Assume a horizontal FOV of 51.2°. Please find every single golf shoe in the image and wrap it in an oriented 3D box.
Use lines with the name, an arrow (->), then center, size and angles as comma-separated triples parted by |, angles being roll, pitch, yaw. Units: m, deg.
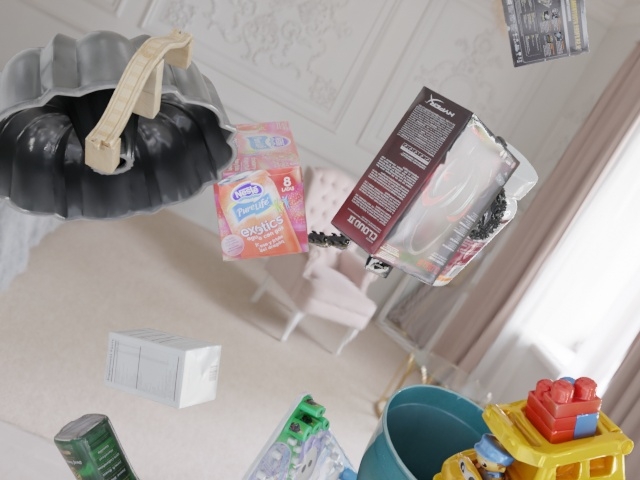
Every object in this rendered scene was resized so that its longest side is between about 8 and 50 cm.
golf shoe -> 0.304, -0.098, 1.262 | 0.077, 0.198, 0.094 | 9, 3, -16

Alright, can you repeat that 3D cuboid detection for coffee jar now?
coffee jar -> -0.354, 0.379, 1.090 | 0.096, 0.184, 0.079 | -12, 17, 41

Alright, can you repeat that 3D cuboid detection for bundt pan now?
bundt pan -> -0.279, -0.151, 0.874 | 0.331, 0.331, 0.124 | 15, 55, -51

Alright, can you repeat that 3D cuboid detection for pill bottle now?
pill bottle -> 0.376, -0.081, 1.789 | 0.224, 0.392, 0.224 | 26, 33, -19

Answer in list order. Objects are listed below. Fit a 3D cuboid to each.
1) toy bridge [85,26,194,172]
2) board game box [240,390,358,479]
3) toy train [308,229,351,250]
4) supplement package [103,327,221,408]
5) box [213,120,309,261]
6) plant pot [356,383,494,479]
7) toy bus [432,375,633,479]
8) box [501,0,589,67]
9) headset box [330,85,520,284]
toy bridge -> -0.154, -0.138, 0.586 | 0.026, 0.063, 0.188 | 20, 46, -2
board game box -> -0.063, 0.522, 1.190 | 0.050, 0.390, 0.390 | 19, -31, 32
toy train -> 0.000, 0.000, 1.274 | 0.158, 0.027, 0.036 | 6, -31, 44
supplement package -> -0.379, 0.298, 1.597 | 0.244, 0.139, 0.134 | 8, 2, 29
box -> -0.107, -0.098, 1.162 | 0.142, 0.154, 0.300 | -6, 23, -4
plant pot -> 0.177, 0.438, 1.157 | 0.271, 0.255, 0.272 | 20, 28, -11
toy bus -> 0.255, 0.257, 0.803 | 0.220, 0.211, 0.149 | -7, 24, -12
box -> 0.539, -0.543, 1.605 | 0.056, 0.183, 0.231 | -77, 150, -41
headset box -> 0.169, -0.067, 1.099 | 0.110, 0.293, 0.218 | 41, 9, 38
